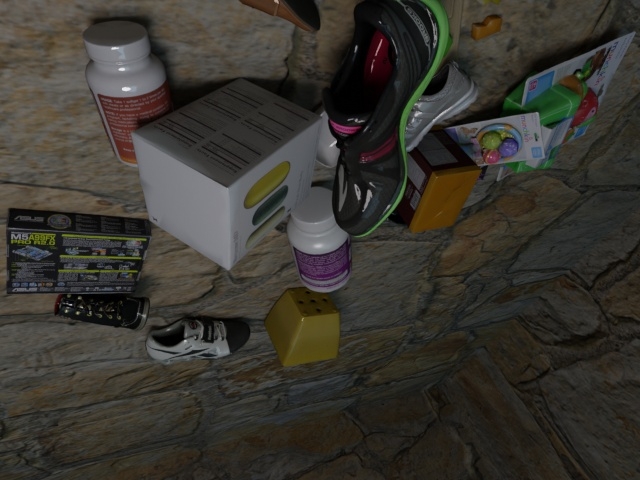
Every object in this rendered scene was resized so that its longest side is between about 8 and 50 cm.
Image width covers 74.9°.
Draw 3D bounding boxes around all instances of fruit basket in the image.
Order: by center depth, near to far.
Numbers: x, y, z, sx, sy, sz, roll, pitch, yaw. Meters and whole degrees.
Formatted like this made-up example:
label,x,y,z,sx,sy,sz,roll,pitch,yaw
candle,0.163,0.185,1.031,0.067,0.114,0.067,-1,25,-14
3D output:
label,x,y,z,sx,sy,sz,roll,pitch,yaw
fruit basket,0.644,-0.335,1.107,0.354,0.165,0.326,-22,144,-10

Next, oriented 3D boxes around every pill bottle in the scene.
label,x,y,z,sx,sy,sz,roll,pitch,yaw
pill bottle,-0.312,-0.239,0.701,0.121,0.121,0.216,-13,142,-16
pill bottle,0.000,0.000,1.138,0.170,0.169,0.301,-20,144,-8

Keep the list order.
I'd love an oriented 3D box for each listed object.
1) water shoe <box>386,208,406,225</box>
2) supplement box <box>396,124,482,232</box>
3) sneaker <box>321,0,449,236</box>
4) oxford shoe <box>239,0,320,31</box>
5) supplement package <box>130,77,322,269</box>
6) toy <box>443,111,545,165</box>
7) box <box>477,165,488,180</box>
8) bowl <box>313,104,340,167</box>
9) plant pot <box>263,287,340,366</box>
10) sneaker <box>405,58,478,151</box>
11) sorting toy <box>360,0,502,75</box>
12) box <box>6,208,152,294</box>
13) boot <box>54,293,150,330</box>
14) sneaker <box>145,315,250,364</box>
label,x,y,z,sx,sy,sz,roll,pitch,yaw
water shoe,0.253,-0.071,1.270,0.203,0.080,0.073,8,133,-37
supplement box,0.272,-0.159,1.076,0.129,0.194,0.191,-11,141,-19
sneaker,0.077,-0.219,0.805,0.203,0.185,0.482,-19,133,-35
oxford shoe,-0.085,-0.407,0.688,0.076,0.075,0.212,-15,159,41
supplement package,-0.158,-0.129,0.766,0.262,0.198,0.199,-47,160,-39
toy,0.427,-0.235,1.062,0.238,0.056,0.136,2,140,37
box,0.425,-0.214,1.238,0.162,0.029,0.116,-14,142,-12
bowl,0.024,-0.248,0.943,0.142,0.053,0.142,-40,141,21
plant pot,-0.049,0.276,1.437,0.213,0.212,0.187,-2,125,-29
sneaker,0.208,-0.298,0.953,0.281,0.105,0.115,-37,133,19
sorting toy,0.237,-0.435,0.844,0.308,0.041,0.229,-24,144,-2
box,-0.550,0.035,0.954,0.270,0.060,0.216,3,135,-33
boot,-0.546,0.173,1.043,0.179,0.085,0.237,18,161,-39
sneaker,-0.384,0.308,1.335,0.331,0.122,0.146,-9,143,-21
